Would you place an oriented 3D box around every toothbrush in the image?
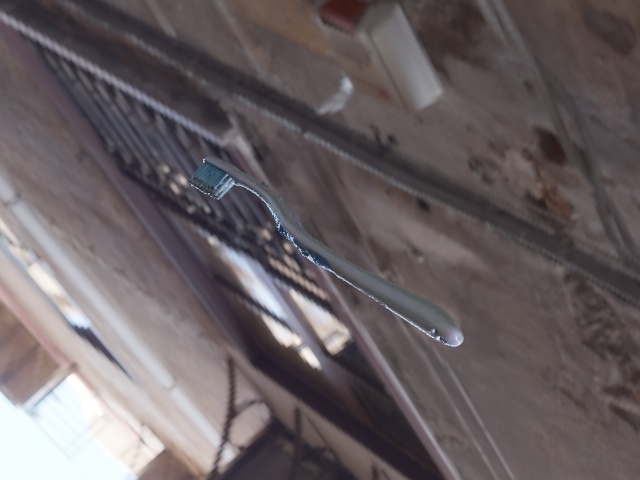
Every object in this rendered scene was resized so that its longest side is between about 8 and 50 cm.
[{"bbox_3d":[0.000,0.000,0.564,0.017,0.014,0.162,-47,-136,-12],"label":"toothbrush"}]
